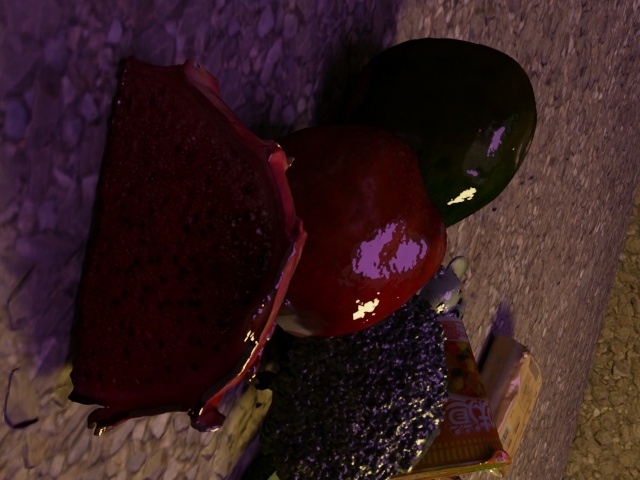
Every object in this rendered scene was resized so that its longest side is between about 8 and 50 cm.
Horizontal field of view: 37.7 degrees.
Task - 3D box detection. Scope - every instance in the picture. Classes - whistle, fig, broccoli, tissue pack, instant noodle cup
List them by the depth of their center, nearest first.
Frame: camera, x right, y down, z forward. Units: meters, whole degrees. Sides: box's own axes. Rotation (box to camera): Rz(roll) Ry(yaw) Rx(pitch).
[{"bbox_3d":[0.103,-0.082,0.930,0.195,0.195,0.244,8,106,-64],"label":"fig"},{"bbox_3d":[0.034,0.137,0.953,0.198,0.226,0.176,13,134,-31],"label":"broccoli"},{"bbox_3d":[0.136,0.194,1.152,0.168,0.169,0.184,31,47,-64],"label":"instant noodle cup"},{"bbox_3d":[0.158,0.127,1.294,0.114,0.077,0.235,-29,137,-30],"label":"whistle"},{"bbox_3d":[0.331,0.306,1.730,0.222,0.090,0.186,-65,151,-19],"label":"tissue pack"}]

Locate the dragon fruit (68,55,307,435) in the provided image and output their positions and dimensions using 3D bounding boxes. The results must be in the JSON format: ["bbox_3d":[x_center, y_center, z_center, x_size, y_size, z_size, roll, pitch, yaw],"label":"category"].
[{"bbox_3d":[-0.069,0.017,0.669,0.126,0.161,0.274,-3,106,-61],"label":"dragon fruit"}]

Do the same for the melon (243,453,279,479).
[{"bbox_3d":[-0.032,0.246,1.045,0.262,0.053,0.114,-28,148,-51],"label":"melon"}]

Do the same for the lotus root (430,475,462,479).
[{"bbox_3d":[0.116,0.369,1.295,0.260,0.075,0.170,49,62,-45],"label":"lotus root"}]

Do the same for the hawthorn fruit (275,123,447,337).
[{"bbox_3d":[0.000,0.000,0.794,0.202,0.185,0.185,-38,140,-27],"label":"hawthorn fruit"}]
